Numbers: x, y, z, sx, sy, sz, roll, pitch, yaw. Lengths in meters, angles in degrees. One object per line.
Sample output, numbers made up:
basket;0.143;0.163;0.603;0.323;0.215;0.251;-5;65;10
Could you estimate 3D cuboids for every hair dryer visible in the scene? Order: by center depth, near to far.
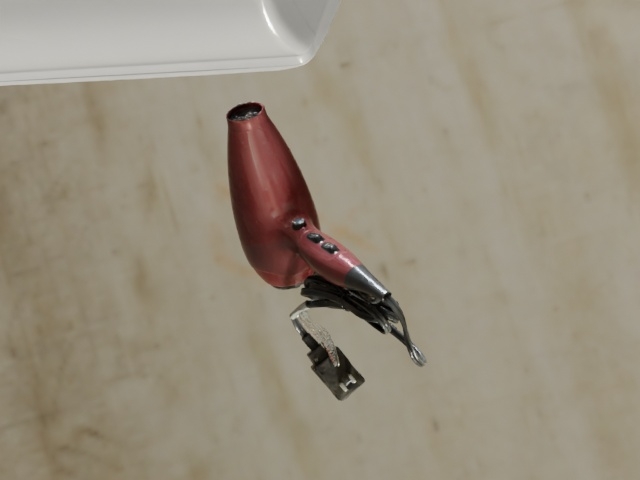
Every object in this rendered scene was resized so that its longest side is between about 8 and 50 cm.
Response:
hair dryer;0.000;0.000;1.528;0.293;0.080;0.223;56;152;4

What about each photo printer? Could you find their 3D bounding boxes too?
photo printer;-0.115;-0.214;1.023;0.107;0.307;0.256;55;-136;-45
